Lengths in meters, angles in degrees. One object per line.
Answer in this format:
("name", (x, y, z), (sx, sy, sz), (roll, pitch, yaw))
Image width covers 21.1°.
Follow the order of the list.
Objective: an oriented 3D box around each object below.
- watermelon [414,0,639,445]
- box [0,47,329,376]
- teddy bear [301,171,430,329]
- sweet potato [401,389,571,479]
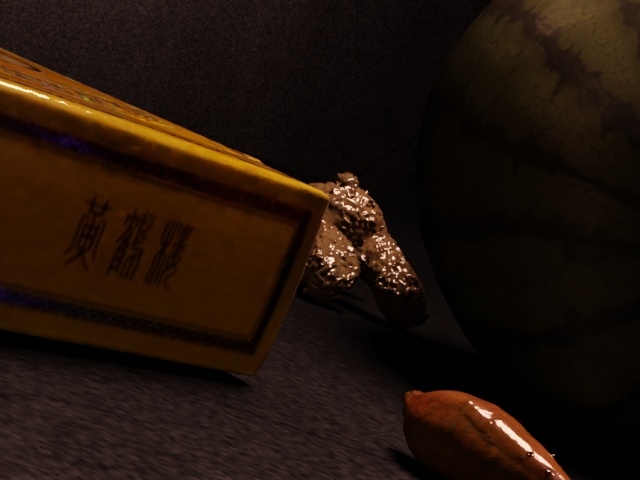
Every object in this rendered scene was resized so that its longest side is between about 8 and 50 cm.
("watermelon", (0.190, -0.030, 0.928), (0.279, 0.279, 0.359), (21, 3, -5))
("box", (-0.170, -0.047, 0.681), (0.301, 0.084, 0.193), (25, 6, 39))
("teddy bear", (0.004, -0.008, 1.080), (0.119, 0.078, 0.160), (15, 8, -30))
("sweet potato", (0.058, 0.075, 0.616), (0.034, 0.034, 0.095), (17, 5, -42))
